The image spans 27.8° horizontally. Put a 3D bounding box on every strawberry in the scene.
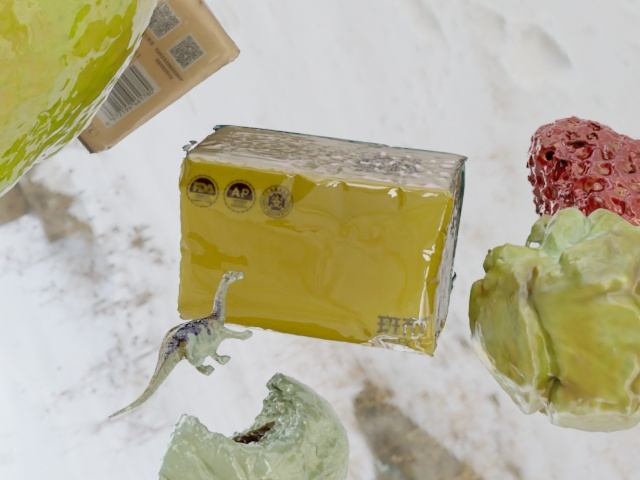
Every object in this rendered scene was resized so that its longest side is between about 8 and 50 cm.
[{"bbox_3d":[0.318,-0.050,1.434,0.236,0.190,0.111,53,-178,17],"label":"strawberry"}]

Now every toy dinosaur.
[{"bbox_3d":[-0.102,0.091,1.073,0.058,0.180,0.037,23,132,20],"label":"toy dinosaur"}]

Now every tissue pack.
[{"bbox_3d":[-0.273,-0.294,1.438,0.238,0.238,0.305,36,167,52],"label":"tissue pack"},{"bbox_3d":[0.000,0.000,1.288,0.134,0.271,0.192,-64,-21,-64],"label":"tissue pack"}]

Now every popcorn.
[{"bbox_3d":[0.245,0.075,1.168,0.221,0.184,0.204,0,118,28],"label":"popcorn"}]

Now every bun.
[{"bbox_3d":[-0.059,0.241,1.330,0.126,0.212,0.204,22,155,53],"label":"bun"}]

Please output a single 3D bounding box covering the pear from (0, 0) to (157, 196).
[{"bbox_3d":[-0.283,-0.194,0.850,0.391,0.391,0.391,51,157,31],"label":"pear"}]
